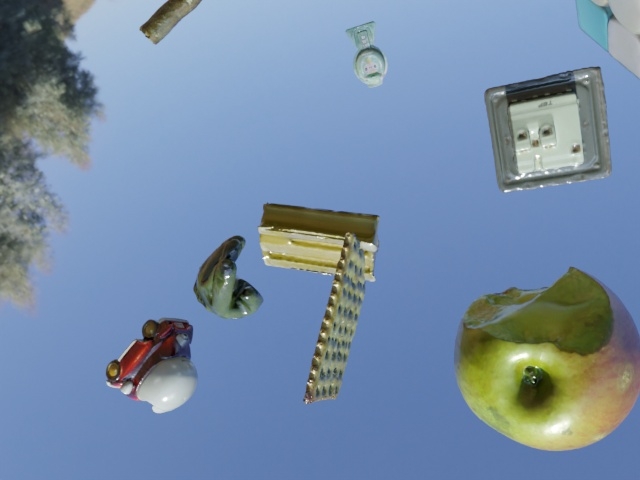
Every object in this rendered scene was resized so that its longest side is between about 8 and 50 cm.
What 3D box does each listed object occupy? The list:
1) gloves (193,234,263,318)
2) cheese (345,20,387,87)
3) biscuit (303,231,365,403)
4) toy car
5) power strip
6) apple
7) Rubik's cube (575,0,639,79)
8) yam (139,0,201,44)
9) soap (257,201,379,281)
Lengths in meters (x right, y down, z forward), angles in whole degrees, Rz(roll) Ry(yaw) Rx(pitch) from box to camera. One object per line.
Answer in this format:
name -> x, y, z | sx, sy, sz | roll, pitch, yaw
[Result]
gloves -> -0.157, 0.080, 1.095 | 0.135, 0.268, 0.107 | 36, -113, 10
cheese -> 0.092, -0.358, 1.249 | 0.067, 0.120, 0.026 | -16, -158, 6
biscuit -> 0.026, 0.101, 0.797 | 0.016, 0.144, 0.203 | 12, -99, 18
toy car -> -0.229, 0.191, 0.947 | 0.112, 0.112, 0.139 | 41, -79, 31
power strip -> 0.515, -0.245, 1.453 | 0.257, 0.251, 0.092 | -9, -175, 18
apple -> 0.300, 0.155, 0.868 | 0.246, 0.246, 0.226 | 4, -173, 38
Rubik's cube -> 0.680, -0.504, 1.129 | 0.344, 0.347, 0.346 | -32, -126, 8
yam -> -0.317, -0.556, 1.501 | 0.253, 0.061, 0.061 | -45, -146, -6
soap -> 0.000, 0.001, 1.256 | 0.233, 0.135, 0.076 | 9, -125, 10
